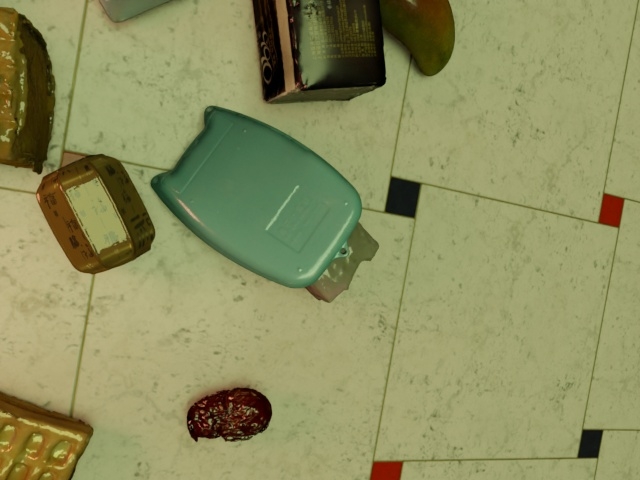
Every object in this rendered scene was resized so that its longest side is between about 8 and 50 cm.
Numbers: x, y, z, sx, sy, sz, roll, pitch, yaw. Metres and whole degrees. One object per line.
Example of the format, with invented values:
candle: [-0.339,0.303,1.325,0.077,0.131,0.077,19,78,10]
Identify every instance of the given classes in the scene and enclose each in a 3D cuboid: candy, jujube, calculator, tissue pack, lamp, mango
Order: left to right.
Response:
lamp: [-0.379,-0.045,0.907,0.161,0.161,0.185,-26,101,-18]
candy: [-0.322,-0.478,0.932,0.174,0.071,0.138,-32,106,-17]
jujube: [-0.180,0.340,1.053,0.166,0.104,0.104,2,94,-14]
calculator: [-0.109,-0.081,0.976,0.386,0.054,0.256,34,81,5]
tissue pack: [-0.012,-0.456,0.994,0.210,0.198,0.369,-8,98,-19]
candy: [0.000,0.000,1.074,0.185,0.137,0.195,-46,107,-13]
mango: [0.195,-0.489,1.118,0.289,0.129,0.146,37,79,-30]

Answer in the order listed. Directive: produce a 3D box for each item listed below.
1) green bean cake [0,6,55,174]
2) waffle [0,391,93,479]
green bean cake: [-0.493,-0.220,0.804,0.131,0.230,0.224,3,91,-16]
waffle: [-0.561,0.435,0.907,0.224,0.098,0.327,28,82,-23]
